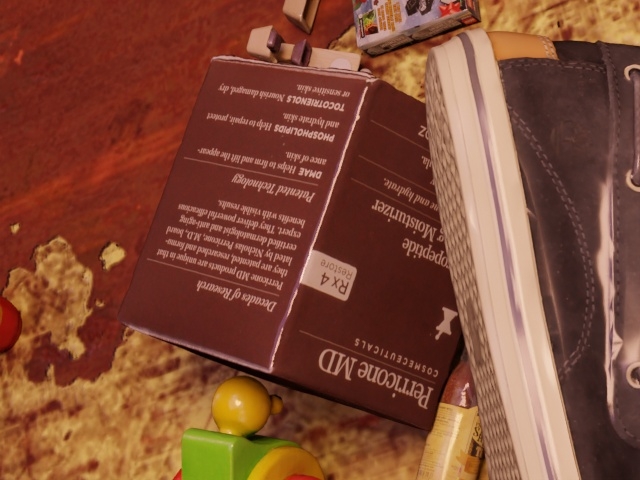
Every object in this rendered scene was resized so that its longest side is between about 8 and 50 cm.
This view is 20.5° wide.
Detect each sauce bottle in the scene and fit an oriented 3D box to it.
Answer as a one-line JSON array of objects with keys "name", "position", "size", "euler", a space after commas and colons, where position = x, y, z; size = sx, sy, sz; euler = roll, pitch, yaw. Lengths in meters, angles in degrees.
[{"name": "sauce bottle", "position": [0.098, 0.120, 1.216], "size": [0.042, 0.042, 0.128], "euler": [12, 83, 32]}]

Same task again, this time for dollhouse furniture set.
[{"name": "dollhouse furniture set", "position": [0.006, -0.173, 1.343], "size": [0.081, 0.091, 0.114], "euler": [12, 78, 16]}]

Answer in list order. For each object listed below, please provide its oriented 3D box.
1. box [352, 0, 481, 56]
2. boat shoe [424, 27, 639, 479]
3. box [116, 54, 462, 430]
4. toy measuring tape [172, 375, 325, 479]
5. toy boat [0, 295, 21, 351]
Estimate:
[{"name": "box", "position": [0.067, -0.217, 1.345], "size": [0.094, 0.027, 0.137], "euler": [-16, 68, 26]}, {"name": "boat shoe", "position": [0.178, 0.108, 1.077], "size": [0.156, 0.187, 0.500], "euler": [-9, 84, -5]}, {"name": "box", "position": [0.000, 0.000, 1.216], "size": [0.167, 0.168, 0.203], "euler": [13, 82, 46]}, {"name": "toy measuring tape", "position": [-0.047, 0.254, 1.244], "size": [0.121, 0.121, 0.330], "euler": [6, 100, 31]}, {"name": "toy boat", "position": [-0.400, 0.025, 1.465], "size": [0.318, 0.148, 0.267], "euler": [14, 82, 32]}]
